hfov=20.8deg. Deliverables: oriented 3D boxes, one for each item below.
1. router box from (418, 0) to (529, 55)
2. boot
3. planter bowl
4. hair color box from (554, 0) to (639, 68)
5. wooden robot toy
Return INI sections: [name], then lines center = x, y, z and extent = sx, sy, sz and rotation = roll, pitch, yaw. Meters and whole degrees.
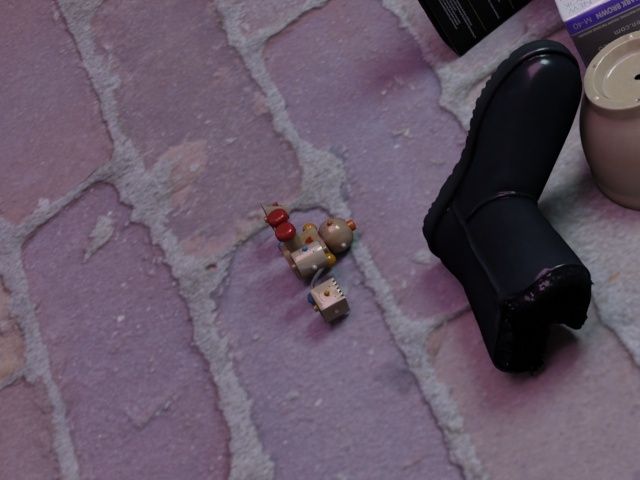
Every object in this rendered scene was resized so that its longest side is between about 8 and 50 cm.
[router box]
center = 0.151, -0.297, 1.810
extent = 0.133, 0.179, 0.046
rotation = -38, 43, 0
[boot]
center = 0.193, -0.027, 1.546
extent = 0.246, 0.094, 0.207
rotation = -62, 33, 25
[planter bowl]
center = 0.304, -0.123, 1.593
extent = 0.162, 0.109, 0.162
rotation = -21, 43, 20
[hair color box]
center = 0.312, -0.329, 1.780
extent = 0.185, 0.110, 0.338
rotation = -25, 44, 14
[wooden robot toy]
center = 0.000, 0.000, 1.736
extent = 0.079, 0.076, 0.173
rotation = -27, 41, -4
